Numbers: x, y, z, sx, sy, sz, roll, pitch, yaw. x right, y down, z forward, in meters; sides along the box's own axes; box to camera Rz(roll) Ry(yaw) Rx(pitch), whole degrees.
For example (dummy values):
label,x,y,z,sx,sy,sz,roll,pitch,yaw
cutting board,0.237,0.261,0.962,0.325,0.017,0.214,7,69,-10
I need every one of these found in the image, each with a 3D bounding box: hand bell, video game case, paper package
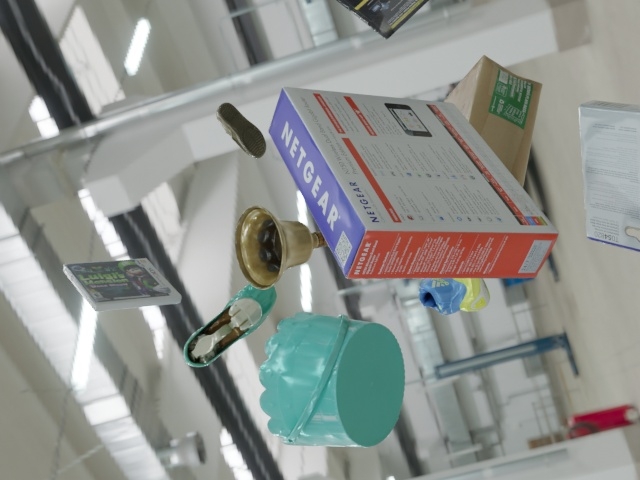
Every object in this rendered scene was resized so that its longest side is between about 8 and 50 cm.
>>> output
label,x,y,z,sx,sy,sz,roll,pitch,yaw
hand bell,0.000,0.000,1.445,0.242,0.126,0.126,-7,-103,-39
video game case,-0.408,0.088,1.901,0.173,0.190,0.022,38,122,45
paper package,0.356,-0.208,2.161,0.309,0.168,0.325,-49,19,56

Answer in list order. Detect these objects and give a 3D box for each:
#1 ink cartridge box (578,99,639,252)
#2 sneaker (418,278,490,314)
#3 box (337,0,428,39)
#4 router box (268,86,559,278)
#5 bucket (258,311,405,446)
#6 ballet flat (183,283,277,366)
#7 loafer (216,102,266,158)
label,x,y,z,sx,sy,sz,roll,pitch,yaw
ink cartridge box,0.490,-0.090,1.382,0.223,0.045,0.224,21,125,53
sneaker,0.238,0.058,1.804,0.240,0.126,0.091,-108,-3,-56
box,0.163,-0.615,1.781,0.318,0.395,0.097,27,-148,-41
router box,0.120,-0.086,1.299,0.335,0.301,0.082,63,142,44
bucket,0.029,0.276,1.820,0.281,0.183,0.281,3,-94,-53
ballet flat,-0.185,0.178,1.898,0.083,0.247,0.087,48,-174,-6
loafer,-0.176,-0.244,2.038,0.148,0.056,0.050,52,163,-19
